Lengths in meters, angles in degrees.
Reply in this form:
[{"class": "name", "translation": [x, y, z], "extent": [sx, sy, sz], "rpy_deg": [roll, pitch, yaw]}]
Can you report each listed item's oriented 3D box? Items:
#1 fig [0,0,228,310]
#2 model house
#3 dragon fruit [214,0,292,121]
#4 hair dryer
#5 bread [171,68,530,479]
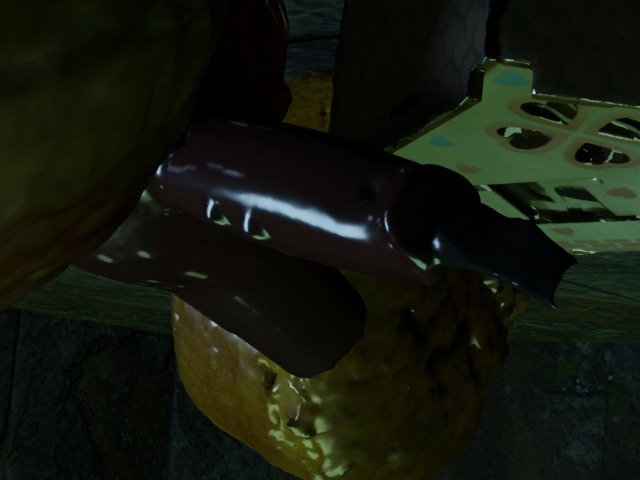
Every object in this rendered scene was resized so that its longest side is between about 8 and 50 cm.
[{"class": "fig", "translation": [-0.133, -0.134, 0.635], "extent": [0.286, 0.286, 0.368], "rpy_deg": [1, -158, 23]}, {"class": "model house", "translation": [0.125, -0.094, 0.850], "extent": [0.326, 0.169, 0.244], "rpy_deg": [-1, 163, 34]}, {"class": "dragon fruit", "translation": [-0.080, -0.104, 0.957], "extent": [0.133, 0.136, 0.166], "rpy_deg": [3, 161, 1]}, {"class": "hair dryer", "translation": [0.000, 0.000, 0.789], "extent": [0.340, 0.123, 0.312], "rpy_deg": [19, 162, 46]}, {"class": "bread", "translation": [0.033, 0.027, 1.235], "extent": [0.172, 0.312, 0.312], "rpy_deg": [15, 178, 30]}]
